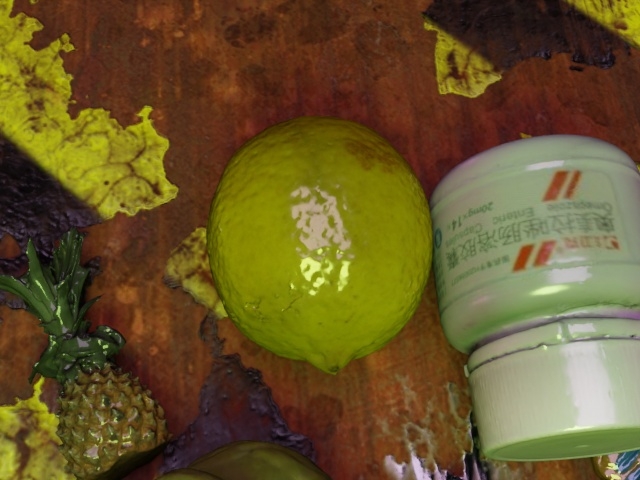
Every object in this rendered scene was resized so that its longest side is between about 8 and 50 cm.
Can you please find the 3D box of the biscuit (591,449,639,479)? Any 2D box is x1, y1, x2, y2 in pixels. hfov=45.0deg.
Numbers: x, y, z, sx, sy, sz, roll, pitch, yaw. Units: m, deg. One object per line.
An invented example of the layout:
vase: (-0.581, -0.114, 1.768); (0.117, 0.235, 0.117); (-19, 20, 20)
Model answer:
biscuit: (0.411, 0.287, 0.853); (0.280, 0.043, 0.183); (33, 71, 14)

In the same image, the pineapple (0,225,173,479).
pineapple: (-0.260, 0.118, 0.829); (0.119, 0.130, 0.277); (-23, 67, -27)

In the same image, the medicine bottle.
medicine bottle: (0.248, 0.068, 0.824); (0.241, 0.241, 0.301); (-3, 66, -6)

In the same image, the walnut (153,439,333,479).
walnut: (-0.074, 0.326, 0.675); (0.282, 0.253, 0.277); (-38, 73, -19)

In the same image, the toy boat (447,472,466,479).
toy boat: (0.186, 0.305, 0.814); (0.141, 0.055, 0.060); (29, 59, 8)

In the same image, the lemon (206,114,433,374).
lemon: (-0.001, -0.001, 0.837); (0.268, 0.267, 0.267); (2, 65, -4)
